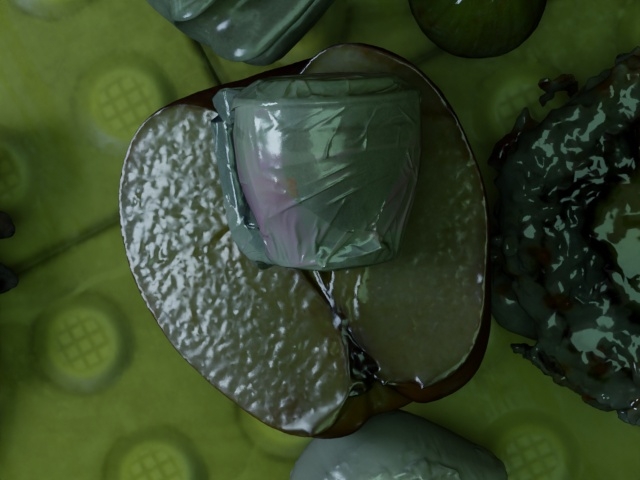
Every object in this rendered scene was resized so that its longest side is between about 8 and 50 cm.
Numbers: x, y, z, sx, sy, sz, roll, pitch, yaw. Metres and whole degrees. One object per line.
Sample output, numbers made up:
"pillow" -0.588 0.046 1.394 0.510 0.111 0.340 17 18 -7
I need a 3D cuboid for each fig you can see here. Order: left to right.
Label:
"fig" 0.157 -0.265 1.762 0.149 0.245 0.149 2 76 -7

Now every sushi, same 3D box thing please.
"sushi" 0.345 -0.003 1.813 0.418 0.176 0.417 1 98 5

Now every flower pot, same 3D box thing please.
"flower pot" -0.144 -0.326 1.770 0.367 0.254 0.164 44 99 -3

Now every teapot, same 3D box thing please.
"teapot" -0.019 -0.055 1.636 0.222 0.163 0.178 1 98 25

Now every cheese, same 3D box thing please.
"cheese" 0.065 0.258 1.882 0.189 0.154 0.198 34 95 -19

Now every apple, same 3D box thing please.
"apple" 0.000 0.000 1.780 0.295 0.329 0.365 -20 83 -29

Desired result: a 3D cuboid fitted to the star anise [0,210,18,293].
"star anise" -0.429 0.036 1.884 0.316 0.139 0.359 33 86 -29
